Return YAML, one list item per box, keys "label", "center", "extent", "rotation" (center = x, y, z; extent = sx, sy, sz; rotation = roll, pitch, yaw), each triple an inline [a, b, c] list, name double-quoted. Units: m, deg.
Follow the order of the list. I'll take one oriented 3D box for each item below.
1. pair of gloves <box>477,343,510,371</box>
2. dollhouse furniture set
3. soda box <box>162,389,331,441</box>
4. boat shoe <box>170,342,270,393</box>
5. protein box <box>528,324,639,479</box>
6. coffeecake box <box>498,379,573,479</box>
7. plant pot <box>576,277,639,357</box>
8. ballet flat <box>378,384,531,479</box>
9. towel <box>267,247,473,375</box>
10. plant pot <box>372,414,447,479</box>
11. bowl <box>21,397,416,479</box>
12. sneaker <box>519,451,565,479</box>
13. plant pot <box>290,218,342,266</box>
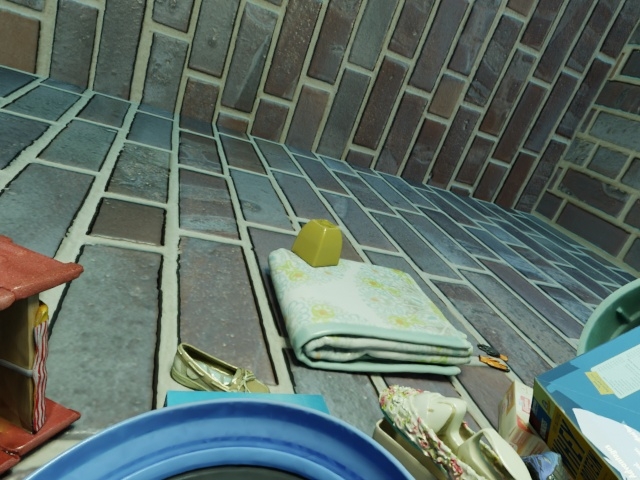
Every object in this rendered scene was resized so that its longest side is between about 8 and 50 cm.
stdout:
- label: "pair of gloves"
  center: [0.391, 0.264, 1.016]
  extent: [0.074, 0.010, 0.083]
  rotation: [24, 21, 8]
- label: "dollhouse furniture set"
  center: [-0.448, 0.076, 0.466]
  extent: [0.373, 0.201, 0.152]
  rotation: [19, 21, 15]
- label: "soda box"
  center: [-0.090, 0.238, 0.560]
  extent: [0.210, 0.067, 0.071]
  rotation: [11, 23, -24]
- label: "boat shoe"
  center: [-0.139, 0.195, 0.645]
  extent: [0.152, 0.048, 0.056]
  rotation: [23, 21, 6]
- label: "protein box"
  center: [0.438, 0.257, 0.616]
  extent: [0.201, 0.136, 0.200]
  rotation: [-24, 41, -5]
- label: "coffeecake box"
  center: [0.404, 0.341, 0.762]
  extent: [0.185, 0.068, 0.142]
  rotation: [26, 22, 14]
- label: "plant pot"
  center: [0.683, 0.269, 0.790]
  extent: [0.334, 0.341, 0.341]
  rotation: [34, 9, -40]
- label: "ballet flat"
  center: [0.165, 0.232, 0.514]
  extent: [0.091, 0.077, 0.241]
  rotation: [3, 24, -40]
- label: "towel"
  center: [0.089, 0.143, 0.934]
  extent: [0.374, 0.090, 0.320]
  rotation: [12, 20, -22]
- label: "plant pot"
  center: [0.123, 0.289, 0.590]
  extent: [0.109, 0.096, 0.109]
  rotation: [34, 25, 29]
- label: "bowl"
  center: [-0.088, 0.274, 0.314]
  extent: [0.390, 0.077, 0.391]
  rotation: [0, 23, 0]
- label: "sneaker"
  center: [0.233, 0.309, 0.558]
  extent: [0.087, 0.221, 0.083]
  rotation: [3, 59, -1]
- label: "plant pot"
  center: [0.000, 0.000, 0.976]
  extent: [0.081, 0.083, 0.081]
  rotation: [-1, 27, -47]
